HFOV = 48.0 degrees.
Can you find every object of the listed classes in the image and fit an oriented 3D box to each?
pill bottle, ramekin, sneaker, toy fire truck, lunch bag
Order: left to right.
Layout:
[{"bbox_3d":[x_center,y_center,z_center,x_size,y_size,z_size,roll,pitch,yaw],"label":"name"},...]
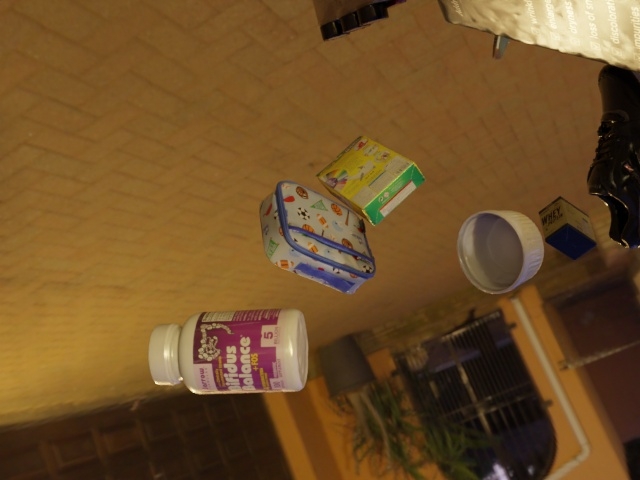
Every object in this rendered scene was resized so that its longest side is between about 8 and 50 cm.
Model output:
[{"bbox_3d":[-0.184,0.226,1.459,0.302,0.169,0.169,-4,168,7],"label":"pill bottle"},{"bbox_3d":[0.000,0.000,1.735,0.304,0.243,0.115,22,128,-34],"label":"lunch bag"},{"bbox_3d":[0.125,-0.500,1.387,0.247,0.158,0.217,-20,-169,-26],"label":"toy fire truck"},{"bbox_3d":[0.449,0.021,1.769,0.109,0.207,0.207,-11,163,-36],"label":"ramekin"},{"bbox_3d":[0.546,-0.609,2.044,0.086,0.192,0.064,5,-155,4],"label":"sneaker"},{"bbox_3d":[0.459,-0.124,1.087,0.124,0.283,0.107,-21,-177,-2],"label":"sneaker"}]

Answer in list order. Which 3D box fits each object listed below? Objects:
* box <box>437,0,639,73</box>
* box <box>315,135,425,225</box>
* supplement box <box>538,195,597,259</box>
[{"bbox_3d":[0.333,-0.455,0.799,0.297,0.472,0.480,-55,144,-10],"label":"box"},{"bbox_3d":[0.068,-0.097,1.095,0.105,0.179,0.043,-42,125,-4],"label":"box"},{"bbox_3d":[0.470,-0.023,1.369,0.083,0.083,0.056,29,130,-22],"label":"supplement box"}]
